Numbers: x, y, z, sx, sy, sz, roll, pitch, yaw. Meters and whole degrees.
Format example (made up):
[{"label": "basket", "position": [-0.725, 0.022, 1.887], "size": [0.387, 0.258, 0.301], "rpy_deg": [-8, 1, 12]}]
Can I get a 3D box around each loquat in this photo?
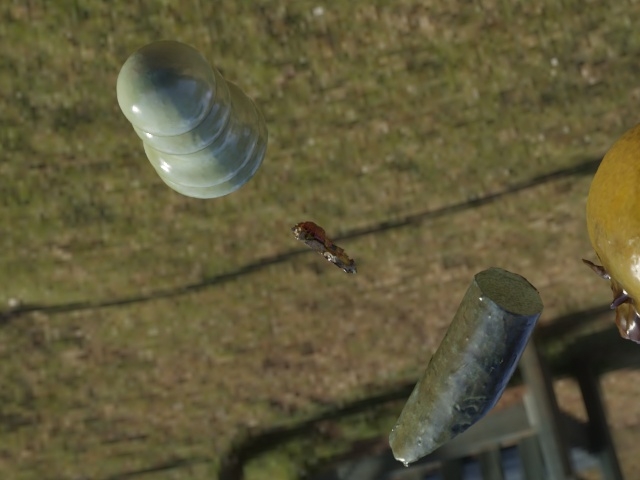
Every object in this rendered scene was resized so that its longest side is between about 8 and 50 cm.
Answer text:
[{"label": "loquat", "position": [0.396, -0.005, 1.583], "size": [0.275, 0.274, 0.275], "rpy_deg": [-10, 153, -5]}]

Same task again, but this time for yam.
[{"label": "yam", "position": [0.177, 0.164, 1.911], "size": [0.106, 0.106, 0.259], "rpy_deg": [9, 116, -36]}]

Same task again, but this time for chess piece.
[{"label": "chess piece", "position": [-0.154, -0.143, 1.748], "size": [0.144, 0.144, 0.251], "rpy_deg": [-15, 166, 6]}]

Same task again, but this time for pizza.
[{"label": "pizza", "position": [0.010, 0.006, 1.960], "size": [0.029, 0.099, 0.100], "rpy_deg": [-54, 179, 6]}]
